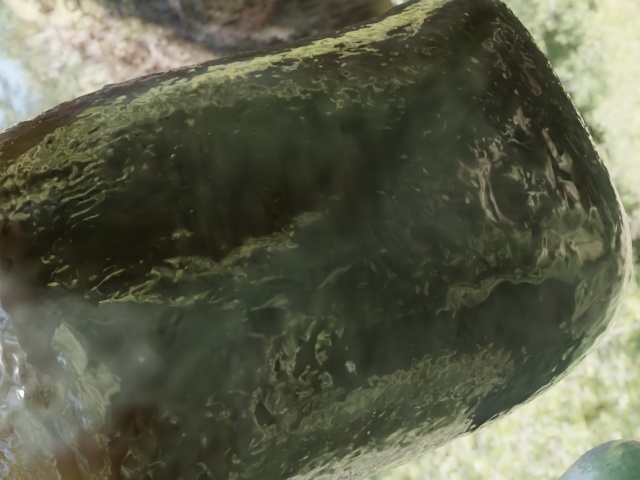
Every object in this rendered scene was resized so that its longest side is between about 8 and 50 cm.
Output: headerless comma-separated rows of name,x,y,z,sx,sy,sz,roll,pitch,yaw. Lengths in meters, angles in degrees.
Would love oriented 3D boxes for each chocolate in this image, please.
chocolate,0.000,0.000,0.531,0.303,0.100,0.185,-23,-102,-32

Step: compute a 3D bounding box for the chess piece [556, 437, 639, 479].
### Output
chess piece,0.198,0.112,0.586,0.139,0.271,0.139,20,-118,-45
